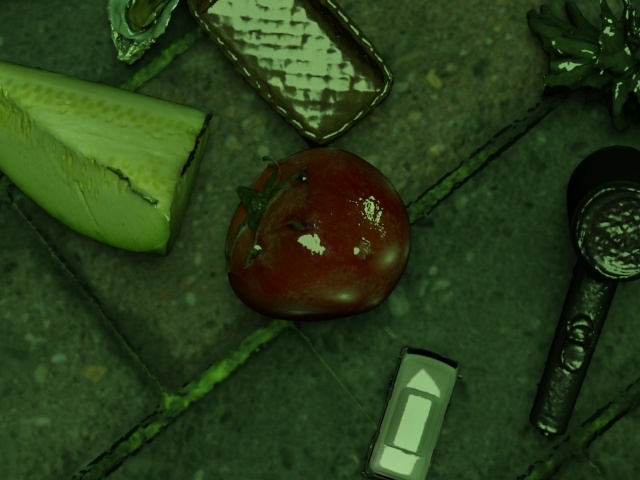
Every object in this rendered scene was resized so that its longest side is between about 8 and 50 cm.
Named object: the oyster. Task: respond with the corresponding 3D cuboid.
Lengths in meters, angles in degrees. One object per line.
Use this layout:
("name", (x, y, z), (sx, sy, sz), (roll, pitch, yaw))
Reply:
("oyster", (-0.145, -0.218, 1.716), (0.100, 0.037, 0.098), (-24, 63, 19))

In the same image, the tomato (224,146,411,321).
("tomato", (0.000, 0.000, 1.638), (0.167, 0.167, 0.167), (0, 80, -1))

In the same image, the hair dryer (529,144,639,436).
("hair dryer", (0.234, 0.052, 1.635), (0.089, 0.197, 0.251), (16, 102, 3))

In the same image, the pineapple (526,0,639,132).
("pineapple", (0.331, -0.138, 1.668), (0.340, 0.169, 0.169), (27, 81, 12))

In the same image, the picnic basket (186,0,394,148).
("picnic basket", (-0.027, -0.175, 1.710), (0.110, 0.055, 0.193), (-40, 84, -6))

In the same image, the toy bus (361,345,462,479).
("toy bus", (0.080, 0.152, 1.645), (0.060, 0.075, 0.123), (18, 81, 2))

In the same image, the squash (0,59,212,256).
("squash", (-0.237, -0.068, 1.661), (0.252, 0.093, 0.169), (14, 36, 1))
